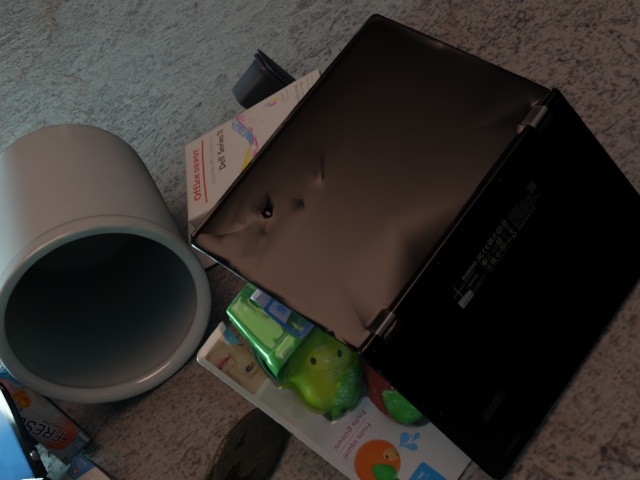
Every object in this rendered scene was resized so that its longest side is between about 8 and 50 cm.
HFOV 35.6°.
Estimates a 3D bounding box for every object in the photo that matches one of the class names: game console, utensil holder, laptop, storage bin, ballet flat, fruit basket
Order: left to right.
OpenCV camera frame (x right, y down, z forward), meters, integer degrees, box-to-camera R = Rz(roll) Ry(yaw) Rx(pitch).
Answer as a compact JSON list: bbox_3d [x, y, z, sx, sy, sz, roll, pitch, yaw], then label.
[{"bbox_3d":[-0.520,0.371,1.478,0.293,0.173,0.250,-22,35,52],"label":"game console"},{"bbox_3d":[-0.387,0.024,1.635,0.327,0.327,0.385,-40,37,3],"label":"utensil holder"},{"bbox_3d":[-0.130,0.335,1.343,0.250,0.084,0.058,-62,19,-17],"label":"ballet flat"},{"bbox_3d":[-0.093,-0.269,1.811,0.091,0.135,0.098,-44,39,13],"label":"storage bin"},{"bbox_3d":[0.074,0.120,1.240,0.353,0.165,0.327,35,78,19],"label":"fruit basket"},{"bbox_3d":[0.139,-0.005,1.208,0.382,0.408,0.236,-52,26,-12],"label":"laptop"}]

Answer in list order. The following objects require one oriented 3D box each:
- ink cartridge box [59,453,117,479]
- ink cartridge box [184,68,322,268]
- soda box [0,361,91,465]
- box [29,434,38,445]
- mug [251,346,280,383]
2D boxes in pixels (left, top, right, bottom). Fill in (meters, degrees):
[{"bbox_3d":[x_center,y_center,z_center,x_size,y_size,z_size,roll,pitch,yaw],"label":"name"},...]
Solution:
[{"bbox_3d":[-0.367,0.419,1.460,0.104,0.061,0.181,20,68,49],"label":"ink cartridge box"},{"bbox_3d":[-0.112,-0.113,1.687,0.353,0.119,0.207,-28,42,16],"label":"ink cartridge box"},{"bbox_3d":[-0.446,0.269,1.559,0.058,0.183,0.063,-48,18,-13],"label":"soda box"},{"bbox_3d":[-0.612,0.208,1.669,0.242,0.308,0.076,-3,19,38],"label":"box"},{"bbox_3d":[-0.023,0.128,1.390,0.158,0.129,0.097,-44,6,-9],"label":"mug"}]
